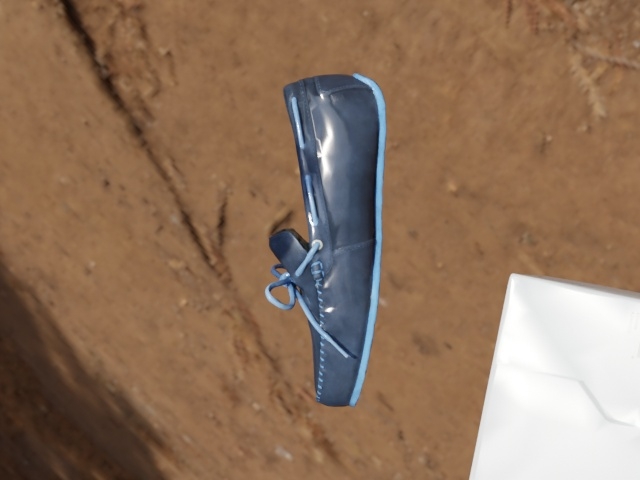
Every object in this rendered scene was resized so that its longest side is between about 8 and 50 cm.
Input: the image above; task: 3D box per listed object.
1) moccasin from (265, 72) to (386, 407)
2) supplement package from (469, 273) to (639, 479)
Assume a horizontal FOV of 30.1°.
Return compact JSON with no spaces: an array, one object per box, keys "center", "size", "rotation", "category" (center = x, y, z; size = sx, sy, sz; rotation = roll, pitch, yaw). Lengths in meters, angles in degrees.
[{"center":[0.000,0.000,1.235],"size":[0.116,0.342,0.138],"rotation":[2,179,-6],"category":"moccasin"},{"center":[0.280,0.151,0.996],"size":[0.262,0.204,0.145],"rotation":[12,-179,21],"category":"supplement package"}]
